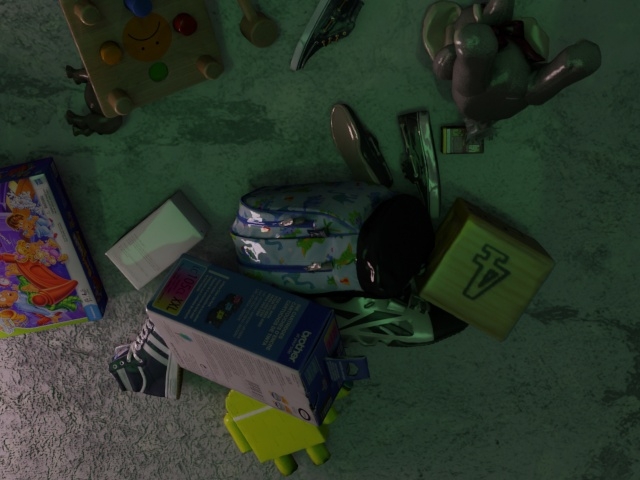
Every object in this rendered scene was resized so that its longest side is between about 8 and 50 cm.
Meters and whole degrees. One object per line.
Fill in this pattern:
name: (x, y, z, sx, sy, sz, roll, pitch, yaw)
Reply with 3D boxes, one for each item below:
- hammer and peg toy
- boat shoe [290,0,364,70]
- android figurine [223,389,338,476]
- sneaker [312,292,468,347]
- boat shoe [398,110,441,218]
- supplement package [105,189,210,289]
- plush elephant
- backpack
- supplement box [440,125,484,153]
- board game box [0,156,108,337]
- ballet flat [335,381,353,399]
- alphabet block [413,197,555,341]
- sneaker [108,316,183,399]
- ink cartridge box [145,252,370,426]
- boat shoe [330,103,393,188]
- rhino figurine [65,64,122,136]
hammer and peg toy: (-0.281, -0.410, 1.736, 0.361, 0.127, 0.265, -26, 126, -14)
boat shoe: (0.012, -0.401, 1.808, 0.083, 0.065, 0.183, 27, 102, -4)
android figurine: (-0.094, 0.374, 1.984, 0.248, 0.056, 0.272, -25, 104, 22)
sneaker: (0.143, 0.137, 1.911, 0.331, 0.122, 0.146, -4, 106, 2)
boat shoe: (0.200, -0.149, 1.866, 0.070, 0.078, 0.219, -8, 99, 12)
supplement package: (-0.329, -0.002, 1.895, 0.179, 0.105, 0.105, -38, 99, 10)
plush elephant: (0.327, -0.363, 1.724, 0.272, 0.330, 0.255, 2, 67, -10)
backpack: (0.000, 0.000, 1.805, 0.356, 0.290, 0.273, -16, 104, 32)
supplement box: (0.284, -0.203, 1.863, 0.083, 0.043, 0.054, 0, 102, 2)
board game box: (-0.598, 0.022, 1.870, 0.234, 0.078, 0.347, -12, 121, 4)
ballet flat: (-0.027, 0.254, 1.972, 0.077, 0.077, 0.231, -37, 102, 23)
alphabet block: (0.319, 0.054, 1.853, 0.197, 0.192, 0.193, 29, 101, -5)
sneaker: (-0.363, 0.201, 1.950, 0.153, 0.099, 0.282, 5, 107, -2)
ink cartridge box: (-0.104, 0.204, 1.785, 0.396, 0.270, 0.151, 21, 64, 20)
boat shoe: (0.085, -0.185, 1.875, 0.065, 0.075, 0.206, -30, 99, -36)
rhino figurine: (-0.442, -0.323, 1.835, 0.106, 0.073, 0.243, 4, 103, 4)
